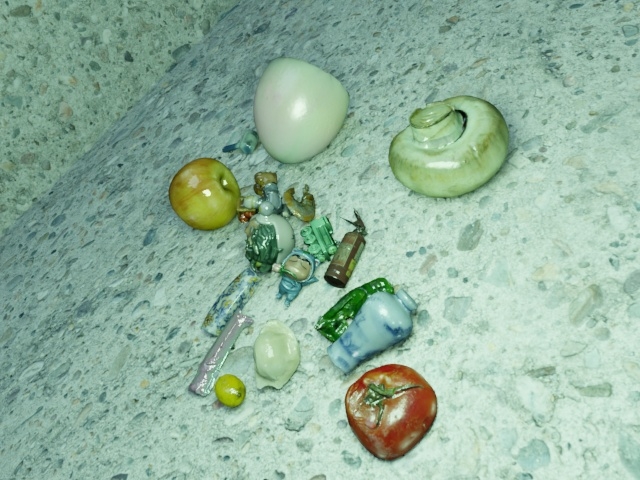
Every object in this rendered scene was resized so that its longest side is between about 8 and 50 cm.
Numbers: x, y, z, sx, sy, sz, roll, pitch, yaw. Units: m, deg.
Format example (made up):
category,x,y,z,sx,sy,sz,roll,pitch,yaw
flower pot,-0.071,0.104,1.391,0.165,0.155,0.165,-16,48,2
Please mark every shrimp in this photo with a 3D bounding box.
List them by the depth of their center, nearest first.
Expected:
category,x,y,z,sx,sy,sz,roll,pitch,yaw
shrimp,-0.067,-0.140,1.727,0.052,0.132,0.187,-37,27,27

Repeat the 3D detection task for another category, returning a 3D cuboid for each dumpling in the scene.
category,x,y,z,sx,sy,sz,roll,pitch,yaw
dumpling,-0.123,0.324,1.389,0.136,0.118,0.199,12,81,6

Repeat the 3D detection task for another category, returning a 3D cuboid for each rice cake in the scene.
category,x,y,z,sx,sy,sz,roll,pitch,yaw
rice cake,-0.308,0.346,1.527,0.081,0.051,0.290,13,63,40

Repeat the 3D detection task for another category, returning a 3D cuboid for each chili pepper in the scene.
category,x,y,z,sx,sy,sz,roll,pitch,yaw
chili pepper,0.095,0.189,1.381,0.253,0.083,0.099,-39,52,4

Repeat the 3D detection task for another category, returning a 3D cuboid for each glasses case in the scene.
category,x,y,z,sx,sy,sz,roll,pitch,yaw
glasses case,-0.295,0.202,1.628,0.087,0.065,0.248,18,67,44

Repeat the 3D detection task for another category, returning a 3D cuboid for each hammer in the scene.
category,x,y,z,sx,sy,sz,roll,pitch,yaw
hammer,-0.365,-0.427,2.206,0.194,0.069,0.116,-9,51,33

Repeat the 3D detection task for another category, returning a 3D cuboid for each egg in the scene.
category,x,y,z,sx,sy,sz,roll,pitch,yaw
egg,-0.101,-0.461,1.875,0.355,0.355,0.339,19,85,42

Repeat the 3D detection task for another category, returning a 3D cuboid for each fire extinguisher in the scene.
category,x,y,z,sx,sy,sz,roll,pitch,yaw
fire extinguisher,0.082,0.015,1.512,0.075,0.106,0.252,-8,49,53

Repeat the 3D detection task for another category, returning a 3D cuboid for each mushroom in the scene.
category,x,y,z,sx,sy,sz,roll,pitch,yaw
mushroom,0.373,-0.286,1.466,0.352,0.260,0.352,-20,41,18

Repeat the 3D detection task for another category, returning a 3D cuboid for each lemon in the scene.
category,x,y,z,sx,sy,sz,roll,pitch,yaw
lemon,-0.260,0.426,1.408,0.082,0.082,0.111,-50,44,-12

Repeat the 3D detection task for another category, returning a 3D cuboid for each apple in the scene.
category,x,y,z,sx,sy,sz,roll,pitch,yaw
apple,-0.444,-0.175,1.902,0.233,0.286,0.286,-27,44,22

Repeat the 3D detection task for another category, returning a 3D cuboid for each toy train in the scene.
category,x,y,z,sx,sy,sz,roll,pitch,yaw
toy train,0.000,0.000,1.608,0.111,0.071,0.170,-26,44,2

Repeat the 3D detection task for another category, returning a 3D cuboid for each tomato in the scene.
category,x,y,z,sx,sy,sz,roll,pitch,yaw
tomato,0.151,0.387,1.164,0.228,0.101,0.227,-20,43,20

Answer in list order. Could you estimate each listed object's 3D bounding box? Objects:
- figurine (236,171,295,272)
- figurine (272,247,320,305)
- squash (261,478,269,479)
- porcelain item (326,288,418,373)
category,x,y,z,sx,sy,sz,roll,pitch,yaw
figurine,-0.188,-0.062,1.668,0.186,0.261,0.381,-10,56,-3
figurine,-0.085,0.113,1.514,0.114,0.144,0.178,32,102,23
squash,-0.219,0.708,1.151,0.080,0.071,0.318,6,59,35
porcelain item,0.136,0.231,1.280,0.259,0.141,0.141,-41,43,8
